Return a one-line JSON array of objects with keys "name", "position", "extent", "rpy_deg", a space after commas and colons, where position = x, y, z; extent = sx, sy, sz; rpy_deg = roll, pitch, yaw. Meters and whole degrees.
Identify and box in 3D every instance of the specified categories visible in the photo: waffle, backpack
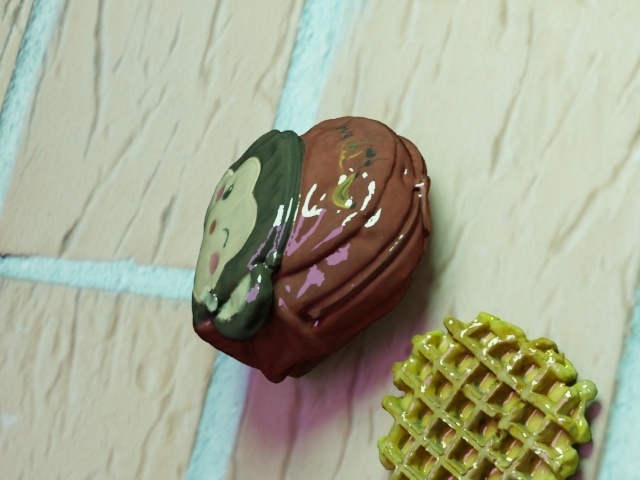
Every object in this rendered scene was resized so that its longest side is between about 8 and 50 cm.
[{"name": "waffle", "position": [0.115, 0.140, 1.209], "extent": [0.191, 0.038, 0.191], "rpy_deg": [-16, 63, 35]}, {"name": "backpack", "position": [-0.002, -0.001, 1.309], "extent": [0.229, 0.139, 0.229], "rpy_deg": [-35, 34, 28]}]
